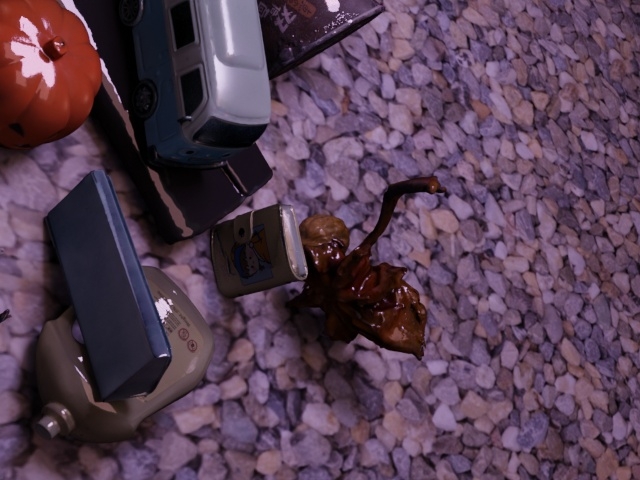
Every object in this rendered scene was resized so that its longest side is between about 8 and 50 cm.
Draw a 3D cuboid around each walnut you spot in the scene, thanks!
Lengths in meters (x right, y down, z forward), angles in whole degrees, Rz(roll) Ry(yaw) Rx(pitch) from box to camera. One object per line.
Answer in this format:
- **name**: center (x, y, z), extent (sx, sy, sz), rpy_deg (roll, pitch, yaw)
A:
- **walnut**: center (0.000, 0.000, 1.674), extent (0.096, 0.082, 0.079), rpy_deg (-11, 114, -49)

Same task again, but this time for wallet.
- **wallet**: center (-0.226, -0.215, 1.514), extent (0.228, 0.062, 0.406), rpy_deg (-40, 107, -44)
- **wallet**: center (-0.089, 0.014, 1.519), extent (0.039, 0.155, 0.110), rpy_deg (-7, 83, -46)

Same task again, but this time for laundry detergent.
- **laundry detergent**: center (-0.253, 0.151, 1.355), extent (0.181, 0.091, 0.253), rpy_deg (54, 46, -8)

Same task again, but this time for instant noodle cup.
- **instant noodle cup**: center (-0.044, -0.376, 1.654), extent (0.217, 0.217, 0.207), rpy_deg (-35, 98, -45)

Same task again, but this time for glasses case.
- **glasses case**: center (-0.244, 0.052, 1.318), extent (0.056, 0.105, 0.266), rpy_deg (16, 43, -51)

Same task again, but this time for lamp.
- **lamp**: center (-0.348, -0.203, 1.312), extent (0.187, 0.164, 0.188), rpy_deg (17, 65, -40)

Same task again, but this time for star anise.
- **star anise**: center (0.079, 0.045, 1.587), extent (0.237, 0.346, 0.148), rpy_deg (29, 33, 5)

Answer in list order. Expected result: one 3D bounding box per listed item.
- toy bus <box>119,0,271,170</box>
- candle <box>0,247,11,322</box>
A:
- **toy bus**: center (-0.152, -0.239, 1.432), extent (0.133, 0.164, 0.271), rpy_deg (0, 77, -46)
- **candle**: center (-0.436, 0.049, 1.139), extent (0.330, 0.187, 0.187), rpy_deg (-37, 105, -47)
